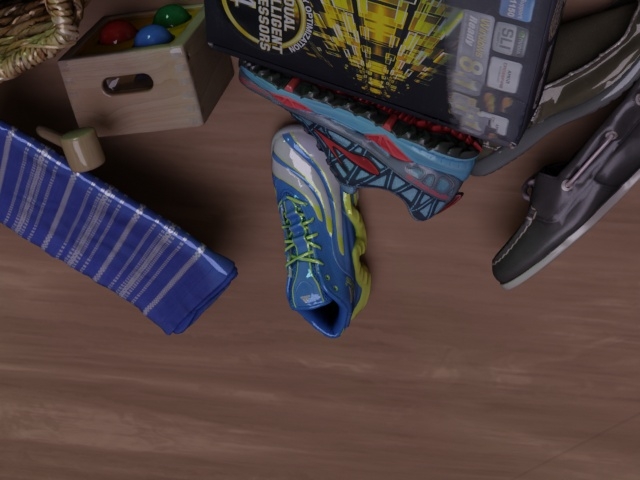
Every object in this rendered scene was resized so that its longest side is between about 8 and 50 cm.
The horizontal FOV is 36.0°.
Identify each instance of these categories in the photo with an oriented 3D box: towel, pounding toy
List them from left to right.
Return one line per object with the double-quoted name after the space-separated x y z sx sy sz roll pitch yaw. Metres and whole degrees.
-0.264 -0.013 1.078 0.336 0.040 0.243 32 153 -10 "towel"
-0.201 -0.152 0.945 0.181 0.206 0.094 -4 121 13 "pounding toy"

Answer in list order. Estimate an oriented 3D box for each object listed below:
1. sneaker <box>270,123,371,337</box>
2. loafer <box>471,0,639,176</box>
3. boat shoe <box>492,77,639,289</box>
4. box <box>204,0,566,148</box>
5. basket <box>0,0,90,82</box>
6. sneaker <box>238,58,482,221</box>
0.000 0.000 1.051 0.091 0.126 0.240 -11 119 17 "sneaker"
0.212 -0.157 0.931 0.087 0.094 0.251 41 121 -19 "loafer"
0.275 -0.089 0.964 0.095 0.112 0.335 46 115 2 "boat shoe"
0.053 -0.288 0.781 0.318 0.097 0.395 20 140 14 "box"
-0.363 -0.262 0.874 0.299 0.223 0.213 -15 133 20 "basket"
0.022 -0.102 0.971 0.262 0.104 0.125 30 130 17 "sneaker"
